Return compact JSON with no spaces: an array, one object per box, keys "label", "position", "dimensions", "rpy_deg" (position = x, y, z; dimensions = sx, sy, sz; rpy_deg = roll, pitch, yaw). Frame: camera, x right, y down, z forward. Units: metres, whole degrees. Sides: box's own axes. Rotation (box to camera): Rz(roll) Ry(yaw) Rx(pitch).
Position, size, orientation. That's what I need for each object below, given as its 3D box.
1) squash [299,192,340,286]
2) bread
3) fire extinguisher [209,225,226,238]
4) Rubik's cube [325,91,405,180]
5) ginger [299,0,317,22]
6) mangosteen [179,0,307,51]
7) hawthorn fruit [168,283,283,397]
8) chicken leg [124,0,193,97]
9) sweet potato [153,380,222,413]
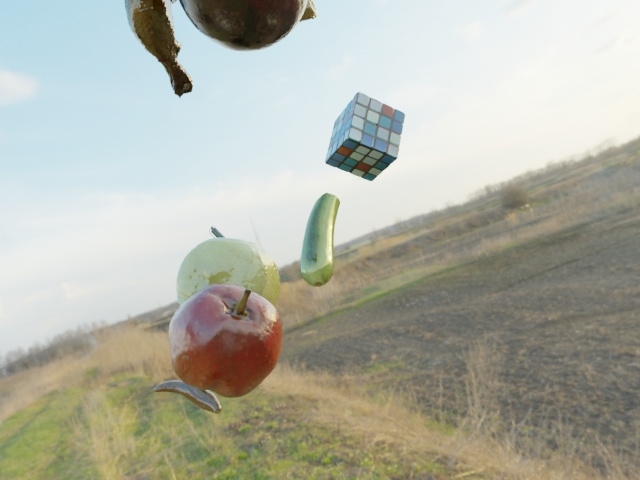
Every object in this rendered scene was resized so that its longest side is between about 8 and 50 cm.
[{"label":"squash","position":[0.000,0.000,1.279],"dimensions":[0.083,0.250,0.083],"rpy_deg":[5,-36,4]},{"label":"bread","position":[-0.289,0.141,1.693],"dimensions":[0.320,0.321,0.237],"rpy_deg":[-19,-5,1]},{"label":"fire extinguisher","position":[-0.388,-0.024,1.997],"dimensions":[0.038,0.083,0.025],"rpy_deg":[-35,-17,-39]},{"label":"Rubik's cube","position":[0.120,-0.275,1.443],"dimensions":[0.151,0.155,0.154],"rpy_deg":[21,-24,-14]},{"label":"ginger","position":[-0.072,-0.488,1.024],"dimensions":[0.069,0.190,0.095],"rpy_deg":[-45,-23,24]},{"label":"mangosteen","position":[-0.097,-0.426,0.832],"dimensions":[0.261,0.236,0.235],"rpy_deg":[-7,6,41]},{"label":"hawthorn fruit","position":[-0.224,0.222,1.317],"dimensions":[0.287,0.287,0.330],"rpy_deg":[-17,-31,-40]},{"label":"chicken leg","position":[-0.291,-0.430,0.960],"dimensions":[0.083,0.323,0.177],"rpy_deg":[-3,2,13]},{"label":"sweet potato","position":[-0.403,0.484,1.683],"dimensions":[0.255,0.058,0.078],"rpy_deg":[13,41,23]}]
